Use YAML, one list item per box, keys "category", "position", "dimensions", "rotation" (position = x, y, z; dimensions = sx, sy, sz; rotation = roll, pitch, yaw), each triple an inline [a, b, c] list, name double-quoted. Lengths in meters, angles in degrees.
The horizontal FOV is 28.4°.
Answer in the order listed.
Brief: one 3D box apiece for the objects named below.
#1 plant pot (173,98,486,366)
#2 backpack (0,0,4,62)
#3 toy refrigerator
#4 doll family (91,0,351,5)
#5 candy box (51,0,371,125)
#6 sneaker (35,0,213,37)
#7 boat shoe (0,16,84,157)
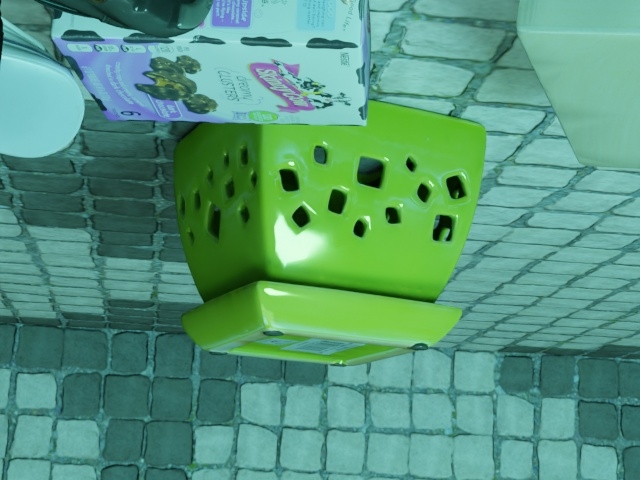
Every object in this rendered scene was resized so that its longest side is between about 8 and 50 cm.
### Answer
- category: "plant pot"
  position: [0.000, 0.000, 1.145]
  dimensions: [0.227, 0.207, 0.228]
  rotation: [9, 165, -24]
- category: "backpack"
  position: [-0.188, -0.119, 0.409]
  dimensions: [0.213, 0.263, 0.276]
  rotation: [18, 133, -19]
- category: "toy refrigerator"
  position: [0.205, -0.127, 0.820]
  dimensions: [0.102, 0.094, 0.269]
  rotation: [5, 168, 21]
- category: "doll family"
  position: [-0.026, -0.186, 0.614]
  dimensions: [0.263, 0.118, 0.163]
  rotation: [-10, 173, -45]
- category: "candy box"
  position: [-0.064, -0.136, 0.861]
  dimensions: [0.196, 0.070, 0.165]
  rotation: [2, 167, 4]
- category: "sneaker"
  position: [-0.168, -0.173, 0.659]
  dimensions: [0.106, 0.101, 0.267]
  rotation: [6, 166, 34]
- category: "boat shoe"
  position: [-0.275, -0.124, 0.792]
  dimensions: [0.258, 0.095, 0.084]
  rotation: [24, -162, -33]
